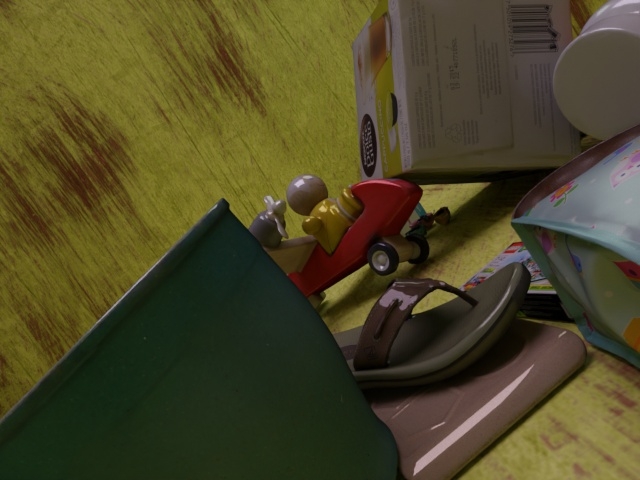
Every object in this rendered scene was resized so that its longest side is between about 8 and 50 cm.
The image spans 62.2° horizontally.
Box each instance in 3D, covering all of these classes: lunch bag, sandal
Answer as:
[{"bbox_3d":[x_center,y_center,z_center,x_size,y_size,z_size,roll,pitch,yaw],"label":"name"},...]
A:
[{"bbox_3d":[0.282,-0.010,0.336,0.223,0.160,0.262,-33,1,4],"label":"lunch bag"},{"bbox_3d":[0.074,0.093,0.563,0.302,0.086,0.120,-26,13,33],"label":"sandal"}]

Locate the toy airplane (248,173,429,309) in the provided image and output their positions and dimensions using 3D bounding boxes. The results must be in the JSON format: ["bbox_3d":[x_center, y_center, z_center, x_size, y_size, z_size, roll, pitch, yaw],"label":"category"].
[{"bbox_3d":[0.000,0.000,1.090,0.384,0.273,0.386,-25,-11,-6],"label":"toy airplane"}]

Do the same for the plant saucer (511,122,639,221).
[{"bbox_3d":[0.408,-0.085,0.708,0.310,0.050,0.310,-33,7,4],"label":"plant saucer"}]

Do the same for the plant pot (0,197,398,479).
[{"bbox_3d":[-0.085,0.150,0.442,0.271,0.255,0.272,-43,11,10],"label":"plant pot"}]

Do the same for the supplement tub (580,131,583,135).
[{"bbox_3d":[0.553,-0.260,1.150,0.107,0.071,0.071,-31,7,30],"label":"supplement tub"}]

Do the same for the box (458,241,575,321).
[{"bbox_3d":[0.257,0.040,0.603,0.114,0.036,0.207,-36,7,-18],"label":"box"}]

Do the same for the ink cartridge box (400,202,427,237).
[{"bbox_3d":[0.203,-0.041,1.364,0.122,0.052,0.088,-39,8,-27],"label":"ink cartridge box"}]

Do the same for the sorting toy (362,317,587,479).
[{"bbox_3d":[0.130,0.142,0.530,0.193,0.038,0.208,-36,11,-10],"label":"sorting toy"}]

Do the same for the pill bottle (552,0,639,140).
[{"bbox_3d":[0.586,-0.341,0.906,0.392,0.224,0.224,-37,7,-26],"label":"pill bottle"}]

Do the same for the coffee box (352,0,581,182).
[{"bbox_3d":[0.271,-0.294,1.092,0.337,0.338,0.334,-4,1,-11],"label":"coffee box"}]

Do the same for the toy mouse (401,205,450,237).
[{"bbox_3d":[0.236,-0.031,1.220,0.143,0.031,0.161,-32,7,18],"label":"toy mouse"}]
